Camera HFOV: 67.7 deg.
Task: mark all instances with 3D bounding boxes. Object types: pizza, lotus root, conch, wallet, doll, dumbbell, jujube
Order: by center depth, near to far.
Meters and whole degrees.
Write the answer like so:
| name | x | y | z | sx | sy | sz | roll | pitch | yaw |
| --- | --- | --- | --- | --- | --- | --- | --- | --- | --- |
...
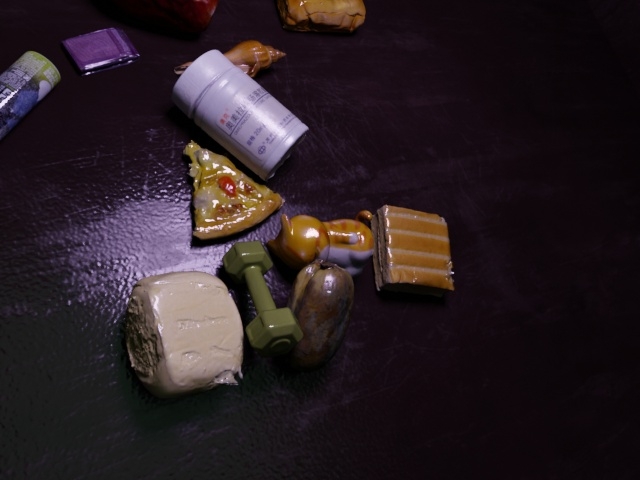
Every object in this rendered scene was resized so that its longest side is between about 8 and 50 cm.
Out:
| name | x | y | z | sx | sy | sz | roll | pitch | yaw |
| --- | --- | --- | --- | --- | --- | --- | --- | --- | --- |
| dumbbell | -0.140 | 0.128 | 1.110 | 0.108 | 0.121 | 0.301 | 24 | 26 | -42 |
| lotus root | -0.006 | 0.187 | 1.148 | 0.160 | 0.152 | 0.274 | 11 | 101 | -51 |
| pizza | -0.270 | -0.144 | 1.246 | 0.280 | 0.075 | 0.287 | -37 | 88 | -32 |
| doll | 0.014 | 0.012 | 1.264 | 0.270 | 0.166 | 0.162 | 0 | 44 | -29 |
| wallet | -0.586 | -0.510 | 1.275 | 0.166 | 0.030 | 0.111 | -32 | 86 | -31 |
| jujube | -0.447 | -0.706 | 1.314 | 0.318 | 0.223 | 0.222 | 20 | 62 | -28 |
| conch | -0.259 | -0.516 | 1.406 | 0.331 | 0.093 | 0.109 | -16 | 95 | -9 |

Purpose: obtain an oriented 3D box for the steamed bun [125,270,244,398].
| name | x | y | z | sx | sy | sz | roll | pitch | yaw |
| --- | --- | --- | --- | --- | --- | --- | --- | --- | --- |
| steamed bun | -0.295 | 0.207 | 1.040 | 0.232 | 0.166 | 0.272 | -7 | 74 | -48 |

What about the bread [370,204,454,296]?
| name | x | y | z | sx | sy | sz | roll | pitch | yaw |
| --- | --- | --- | --- | --- | --- | --- | --- | --- | --- |
| bread | 0.273 | 0.038 | 1.401 | 0.246 | 0.111 | 0.239 | 7 | 70 | -25 |

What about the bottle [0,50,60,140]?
| name | x | y | z | sx | sy | sz | roll | pitch | yaw |
| --- | --- | --- | --- | --- | --- | --- | --- | --- | --- |
| bottle | -0.734 | -0.294 | 1.082 | 0.093 | 0.093 | 0.330 | 31 | 60 | -10 |

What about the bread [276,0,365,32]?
| name | x | y | z | sx | sy | sz | roll | pitch | yaw |
| --- | --- | --- | --- | --- | --- | --- | --- | --- | --- |
| bread | 0.003 | -0.788 | 1.604 | 0.295 | 0.132 | 0.166 | -10 | 67 | -26 |

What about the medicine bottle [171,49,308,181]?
| name | x | y | z | sx | sy | sz | roll | pitch | yaw |
| --- | --- | --- | --- | --- | --- | --- | --- | --- | --- |
| medicine bottle | -0.214 | -0.335 | 1.282 | 0.332 | 0.190 | 0.190 | 40 | 59 | -5 |
